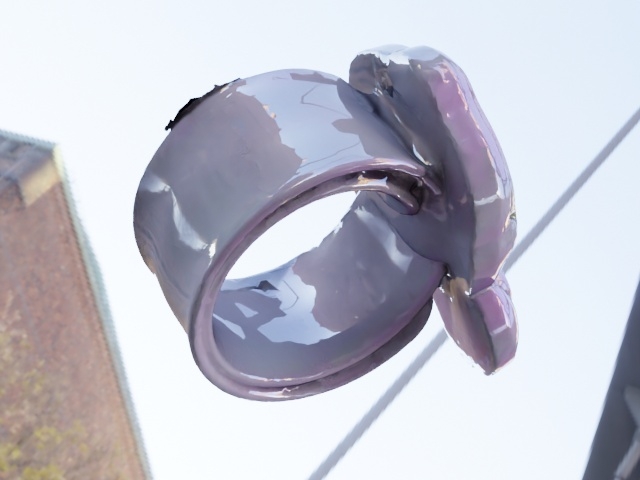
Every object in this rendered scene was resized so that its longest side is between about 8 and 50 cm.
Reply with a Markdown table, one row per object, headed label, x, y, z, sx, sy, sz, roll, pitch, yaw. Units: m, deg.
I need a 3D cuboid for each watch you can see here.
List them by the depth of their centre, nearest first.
| label | x | y | z | sx | sy | sz | roll | pitch | yaw |
| --- | --- | --- | --- | --- | --- | --- | --- | --- | --- |
| watch | 0.000 | 0.000 | 0.628 | 0.211 | 0.218 | 0.248 | 56 | -15 | 38 |
